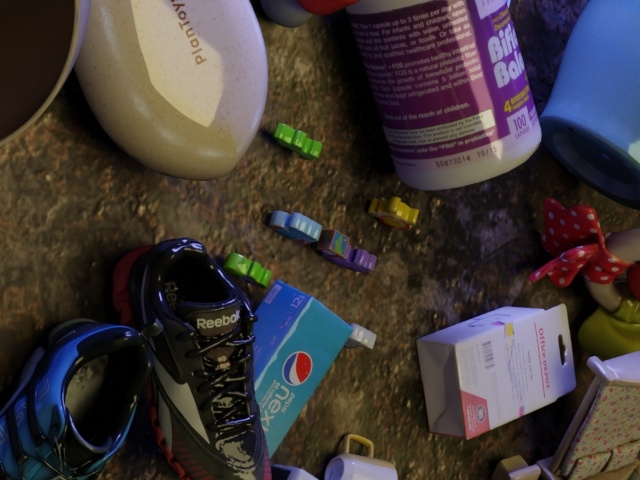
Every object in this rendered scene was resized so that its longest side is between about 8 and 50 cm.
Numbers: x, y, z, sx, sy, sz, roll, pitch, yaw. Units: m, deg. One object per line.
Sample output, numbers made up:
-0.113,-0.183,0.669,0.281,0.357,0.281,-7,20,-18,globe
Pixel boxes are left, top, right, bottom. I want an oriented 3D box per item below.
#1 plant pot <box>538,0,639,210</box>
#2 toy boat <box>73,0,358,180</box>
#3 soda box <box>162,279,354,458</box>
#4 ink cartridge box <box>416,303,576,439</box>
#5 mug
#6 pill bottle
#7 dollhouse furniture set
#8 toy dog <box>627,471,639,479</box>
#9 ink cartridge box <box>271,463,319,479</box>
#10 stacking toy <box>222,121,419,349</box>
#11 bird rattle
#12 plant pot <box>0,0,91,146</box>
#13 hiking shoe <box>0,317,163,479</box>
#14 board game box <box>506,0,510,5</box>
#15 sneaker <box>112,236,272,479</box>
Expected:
0.401,-0.186,1.909,0.255,0.272,0.271,-52,125,-10,plant pot
-0.103,-0.204,1.529,0.318,0.148,0.267,-25,103,-31,toy boat
-0.062,0.150,1.580,0.071,0.067,0.210,39,81,-36,soda box
0.209,0.147,1.859,0.198,0.067,0.115,-16,102,-39,ink cartridge box
0.037,0.255,1.722,0.064,0.078,0.062,24,108,-31,mug
0.122,-0.220,1.698,0.169,0.169,0.301,-33,113,-37,pill bottle
0.422,0.203,1.854,0.355,0.174,0.303,-13,138,-32,dollhouse furniture set
0.318,0.412,1.941,0.334,0.161,0.220,-22,99,-53,toy dog
-0.003,0.436,1.678,0.307,0.072,0.303,41,64,-38,ink cartridge box
0.000,0.000,1.678,0.221,0.052,0.167,32,69,-36,stacking toy
0.381,0.036,1.933,0.253,0.207,0.143,60,32,-35,bird rattle
-0.303,-0.225,1.275,0.191,0.284,0.284,-69,141,-65,plant pot
-0.249,0.194,1.387,0.113,0.132,0.304,34,66,-23,hiking shoe
0.172,-0.241,1.835,0.133,0.033,0.168,18,79,-42,board game box
-0.106,0.118,1.464,0.098,0.135,0.276,-14,77,-32,sneaker
